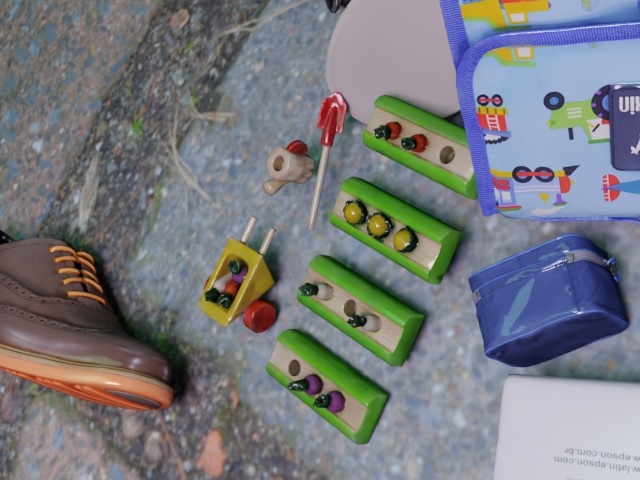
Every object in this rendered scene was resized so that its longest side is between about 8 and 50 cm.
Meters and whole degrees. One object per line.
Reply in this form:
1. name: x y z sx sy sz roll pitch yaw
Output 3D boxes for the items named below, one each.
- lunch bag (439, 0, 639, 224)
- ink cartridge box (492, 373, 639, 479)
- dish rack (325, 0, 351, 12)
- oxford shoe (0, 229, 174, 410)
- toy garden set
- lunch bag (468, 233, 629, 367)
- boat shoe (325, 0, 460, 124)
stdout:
1. lunch bag: 0.189 -0.128 0.564 0.221 0.293 0.138 -3 31 21
2. ink cartridge box: 0.234 0.243 0.494 0.324 0.071 0.330 -1 77 38
3. dish rack: 0.029 -0.349 0.778 0.074 0.271 0.208 -11 59 -12
4. oxford shoe: -0.255 0.062 0.909 0.364 0.130 0.132 15 77 40
5. toy garden set: 0.000 0.000 0.749 0.204 0.049 0.244 32 105 40
6. lunch bag: 0.151 0.035 0.636 0.098 0.067 0.065 -26 59 27
7. boat shoe: 0.144 -0.223 0.725 0.340 0.127 0.158 -39 10 43
